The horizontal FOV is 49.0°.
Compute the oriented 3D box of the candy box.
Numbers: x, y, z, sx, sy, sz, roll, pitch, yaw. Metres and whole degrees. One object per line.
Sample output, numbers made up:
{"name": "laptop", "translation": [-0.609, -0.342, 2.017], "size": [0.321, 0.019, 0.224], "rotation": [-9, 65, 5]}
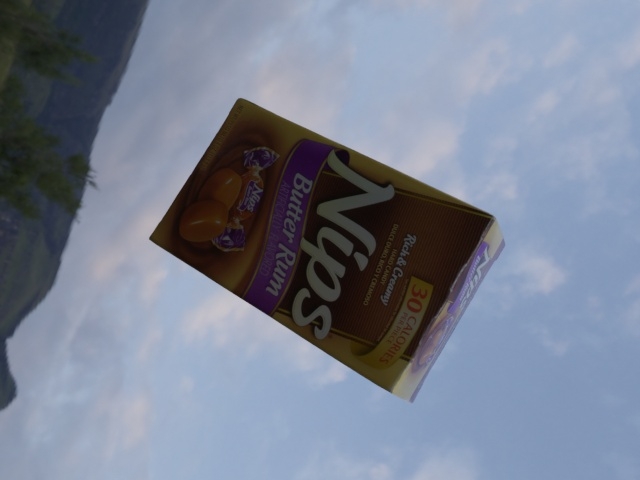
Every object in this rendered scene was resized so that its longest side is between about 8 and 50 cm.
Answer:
{"name": "candy box", "translation": [0.000, 0.000, 0.419], "size": [0.186, 0.053, 0.109], "rotation": [28, -96, 26]}
